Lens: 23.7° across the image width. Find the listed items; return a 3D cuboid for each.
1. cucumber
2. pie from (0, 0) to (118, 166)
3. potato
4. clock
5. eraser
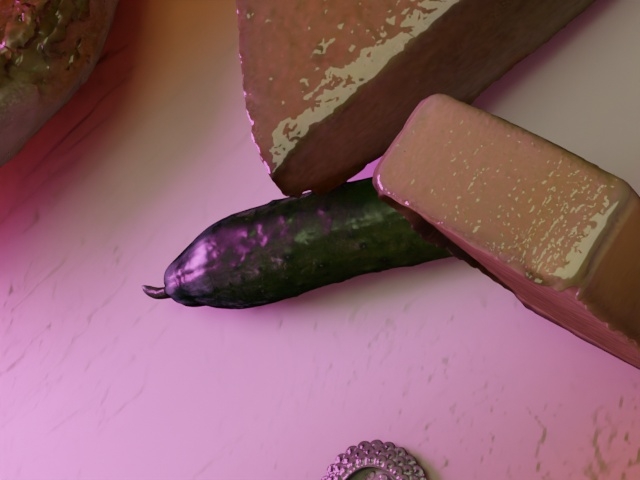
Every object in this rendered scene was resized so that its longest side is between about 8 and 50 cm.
[{"bbox_3d":[0.000,0.000,0.835,0.250,0.056,0.056,-14,66,25],"label":"cucumber"},{"bbox_3d":[-0.264,-0.155,1.004,0.296,0.078,0.371,-11,54,14],"label":"pie"},{"bbox_3d":[0.087,-0.168,0.812,0.255,0.112,0.269,-15,68,22],"label":"potato"},{"bbox_3d":[0.027,0.145,0.797,0.074,0.010,0.083,-18,64,27],"label":"clock"},{"bbox_3d":[0.112,0.003,0.694,0.117,0.172,0.058,29,88,36],"label":"eraser"}]
